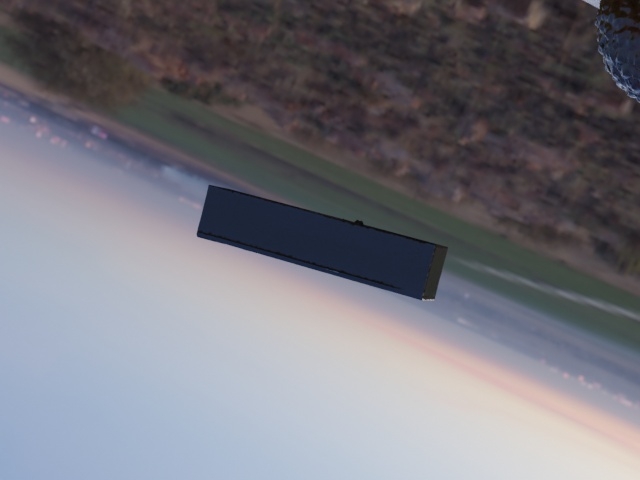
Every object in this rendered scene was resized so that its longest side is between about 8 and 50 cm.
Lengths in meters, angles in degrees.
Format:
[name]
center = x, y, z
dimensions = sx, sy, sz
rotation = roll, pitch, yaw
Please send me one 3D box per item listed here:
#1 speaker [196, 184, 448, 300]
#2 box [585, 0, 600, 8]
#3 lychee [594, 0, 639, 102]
[speaker]
center = 0.000, 0.000, 0.905
dimensions = 0.191, 0.046, 0.040
rotation = 16, -178, 20
[box]
center = 0.383, -0.247, 1.136
dimensions = 0.203, 0.116, 0.274
rotation = 20, -169, -21
[lychee]
center = 0.233, -0.134, 0.736
dimensions = 0.114, 0.114, 0.146
rotation = 23, 176, 44
